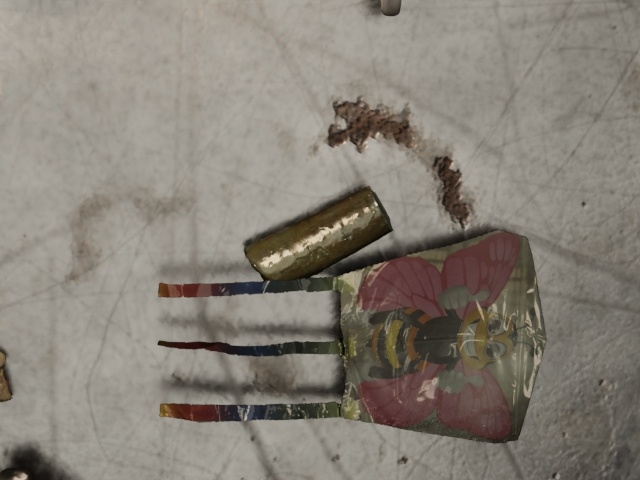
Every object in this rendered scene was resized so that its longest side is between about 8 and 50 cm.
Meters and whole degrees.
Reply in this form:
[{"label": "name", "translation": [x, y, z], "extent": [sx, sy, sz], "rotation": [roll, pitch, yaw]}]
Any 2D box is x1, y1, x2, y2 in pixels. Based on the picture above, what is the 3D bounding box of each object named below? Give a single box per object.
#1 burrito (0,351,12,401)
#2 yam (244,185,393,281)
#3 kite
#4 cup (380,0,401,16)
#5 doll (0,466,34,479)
[{"label": "burrito", "translation": [-0.361, 0.124, 1.703], "extent": [0.171, 0.042, 0.051], "rotation": [-2, 86, -6]}, {"label": "yam", "translation": [0.000, 0.000, 1.715], "extent": [0.132, 0.054, 0.054], "rotation": [-28, 97, -2]}, {"label": "kite", "translation": [0.034, 0.097, 1.710], "extent": [0.360, 0.022, 0.204], "rotation": [-4, 104, -13]}, {"label": "cup", "translation": [0.070, -0.273, 1.651], "extent": [0.099, 0.133, 0.136], "rotation": [-28, 97, 2]}, {"label": "doll", "translation": [-0.231, 0.319, 1.686], "extent": [0.135, 0.143, 0.234], "rotation": [-44, 97, -5]}]
